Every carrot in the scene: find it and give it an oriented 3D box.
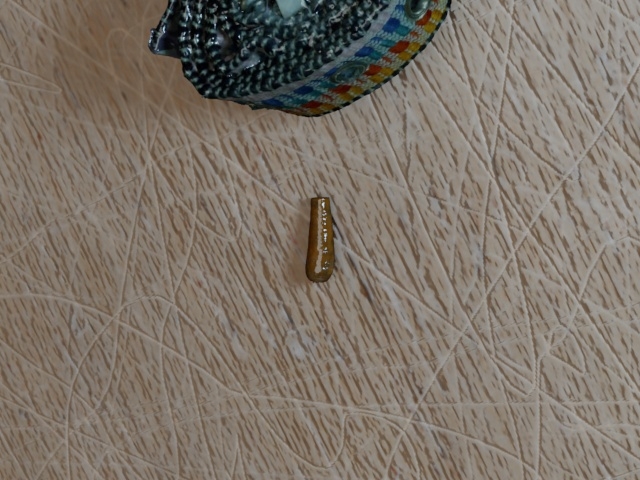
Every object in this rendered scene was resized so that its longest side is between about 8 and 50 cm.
[{"bbox_3d":[0.000,0.000,1.701,0.032,0.032,0.093,4,99,17],"label":"carrot"}]

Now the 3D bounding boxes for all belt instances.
[{"bbox_3d":[-0.006,-0.238,1.572,0.295,0.160,0.207,-43,69,21],"label":"belt"}]
